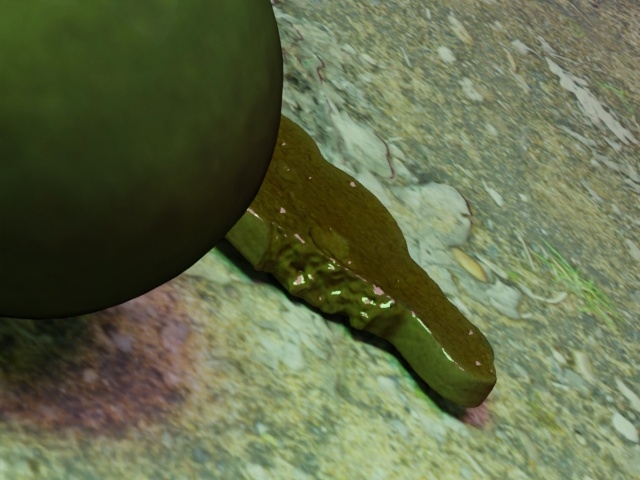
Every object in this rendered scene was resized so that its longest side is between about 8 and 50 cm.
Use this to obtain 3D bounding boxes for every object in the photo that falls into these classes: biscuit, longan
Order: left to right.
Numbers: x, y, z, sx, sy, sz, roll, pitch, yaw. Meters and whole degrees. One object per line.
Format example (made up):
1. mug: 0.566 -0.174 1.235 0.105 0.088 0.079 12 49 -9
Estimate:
1. longan: -0.160 -0.096 0.955 0.297 0.297 0.297 31 25 -16
2. biscuit: 0.005 0.001 1.269 0.320 0.047 0.183 41 27 7
